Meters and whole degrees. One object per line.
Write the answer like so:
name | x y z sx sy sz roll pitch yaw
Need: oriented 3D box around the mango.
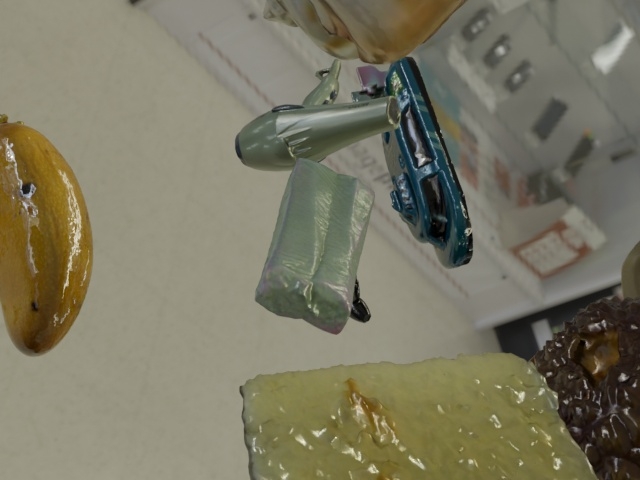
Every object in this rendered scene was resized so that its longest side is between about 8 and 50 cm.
mango | -0.314 -0.006 1.306 0.109 0.157 0.262 -3 70 -54

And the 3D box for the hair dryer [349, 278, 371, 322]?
hair dryer | 0.038 0.064 1.601 0.031 0.083 0.079 -31 55 -27

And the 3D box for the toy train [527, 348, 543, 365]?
toy train | 0.257 0.263 1.504 0.163 0.369 0.231 51 48 -2

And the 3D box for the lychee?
lychee | 0.328 0.194 1.179 0.267 0.267 0.267 34 44 -41

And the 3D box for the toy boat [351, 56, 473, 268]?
toy boat | 0.116 -0.095 1.583 0.134 0.092 0.299 98 -21 -60

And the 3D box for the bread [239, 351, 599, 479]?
bread | 0.121 0.314 0.755 0.346 0.242 0.405 -105 -179 -65

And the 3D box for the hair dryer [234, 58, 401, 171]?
hair dryer | 0.027 -0.135 1.170 0.199 0.167 0.067 -47 124 -41

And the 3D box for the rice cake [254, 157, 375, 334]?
rice cake | -0.001 0.000 0.991 0.080 0.042 0.222 26 28 -7

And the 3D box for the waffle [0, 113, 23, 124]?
waffle | -0.519 -0.103 1.884 0.070 0.197 0.193 -117 -169 -50

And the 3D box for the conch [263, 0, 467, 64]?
conch | 0.046 -0.213 0.746 0.127 0.255 0.158 34 34 -19

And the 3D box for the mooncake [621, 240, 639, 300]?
mooncake | 0.478 0.065 1.465 0.235 0.234 0.117 65 -7 -2
